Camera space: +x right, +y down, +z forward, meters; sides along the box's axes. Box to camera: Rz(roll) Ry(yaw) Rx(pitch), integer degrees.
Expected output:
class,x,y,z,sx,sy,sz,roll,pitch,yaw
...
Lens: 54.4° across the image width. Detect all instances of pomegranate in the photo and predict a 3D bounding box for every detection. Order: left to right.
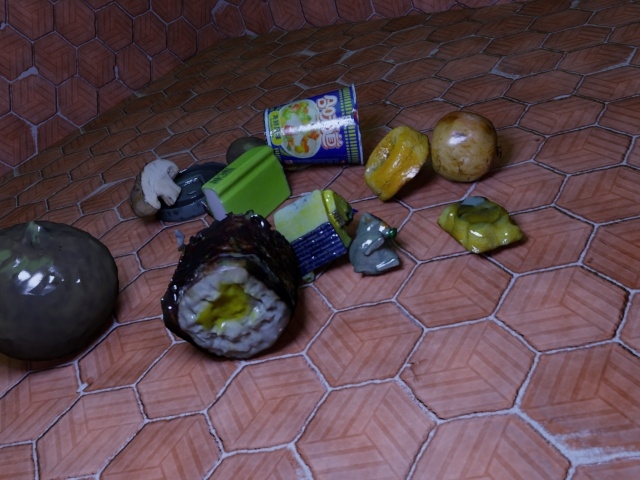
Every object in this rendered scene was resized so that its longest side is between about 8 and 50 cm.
class,x,y,z,sx,sy,sz,roll,pitch,yaw
pomegranate,0.427,-0.278,1.817,0.215,0.215,0.215,-14,32,9

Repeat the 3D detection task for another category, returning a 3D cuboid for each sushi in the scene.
class,x,y,z,sx,sy,sz,roll,pitch,yaw
sushi,-0.213,0.107,1.508,0.300,0.281,0.294,-21,32,12

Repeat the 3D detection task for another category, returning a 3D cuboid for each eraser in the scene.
class,x,y,z,sx,sy,sz,roll,pitch,yaw
eraser,-0.231,-0.159,1.995,0.092,0.210,0.274,11,45,39

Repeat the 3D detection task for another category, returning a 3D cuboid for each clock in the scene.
class,x,y,z,sx,sy,sz,roll,pitch,yaw
clock,-0.474,-0.181,2.287,0.325,0.067,0.325,-14,33,9

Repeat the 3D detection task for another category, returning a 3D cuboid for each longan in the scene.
class,x,y,z,sx,sy,sz,roll,pitch,yaw
longan,-0.743,0.127,1.675,0.391,0.391,0.391,-14,32,9
longan,-0.247,-0.290,2.231,0.187,0.167,0.167,25,43,3

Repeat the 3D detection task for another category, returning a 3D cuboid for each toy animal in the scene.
class,x,y,z,sx,sy,sz,roll,pitch,yaw
toy animal,0.136,-0.012,1.665,0.127,0.125,0.251,-2,27,0

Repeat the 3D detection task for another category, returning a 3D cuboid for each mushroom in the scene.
class,x,y,z,sx,sy,sz,roll,pitch,yaw
mushroom,-0.594,-0.170,2.182,0.151,0.156,0.285,-38,23,29

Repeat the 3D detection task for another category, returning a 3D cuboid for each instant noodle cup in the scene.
class,x,y,z,sx,sy,sz,roll,pitch,yaw
instant noodle cup,-0.024,-0.369,2.093,0.312,0.284,0.284,-8,33,4

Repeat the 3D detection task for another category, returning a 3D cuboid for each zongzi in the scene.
class,x,y,z,sx,sy,sz,roll,pitch,yaw
zongzi,-0.377,-0.110,2.124,0.083,0.073,0.067,8,60,38

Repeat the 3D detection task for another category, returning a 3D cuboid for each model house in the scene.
class,x,y,z,sx,sy,sz,roll,pitch,yaw
model house,0.000,0.000,1.696,0.194,0.170,0.211,-26,54,21

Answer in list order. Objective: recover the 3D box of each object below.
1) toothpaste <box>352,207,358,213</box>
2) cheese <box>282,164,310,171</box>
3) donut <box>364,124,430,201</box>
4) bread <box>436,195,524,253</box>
class,x,y,z,sx,sy,sz,roll,pitch,yaw
toothpaste,0.076,-0.075,1.884,0.083,0.015,0.024,-29,41,-24
cheese,-0.065,-0.324,2.284,0.177,0.069,0.270,-1,34,27
donut,0.232,-0.235,1.883,0.253,0.118,0.253,-47,23,28
bread,0.408,-0.048,1.599,0.161,0.088,0.233,-25,31,-4
